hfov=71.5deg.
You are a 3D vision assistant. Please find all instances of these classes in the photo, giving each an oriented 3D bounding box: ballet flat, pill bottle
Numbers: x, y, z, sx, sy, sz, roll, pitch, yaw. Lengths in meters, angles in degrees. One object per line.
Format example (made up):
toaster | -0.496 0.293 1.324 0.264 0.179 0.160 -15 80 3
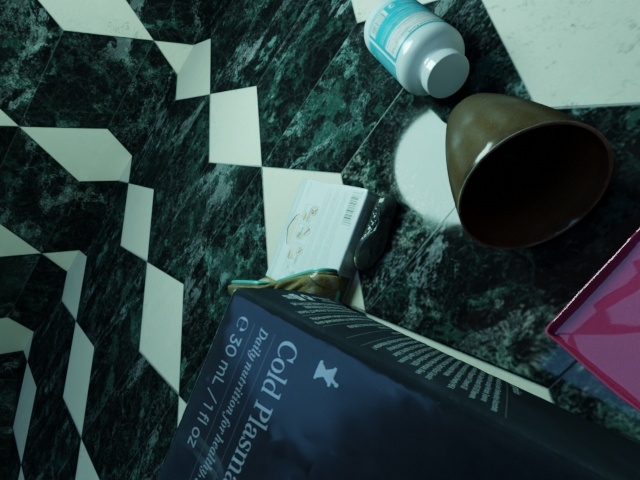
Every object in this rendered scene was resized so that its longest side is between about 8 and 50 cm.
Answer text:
ballet flat | 0.120 -0.016 0.946 0.049 0.058 0.173 -80 13 -90
ballet flat | -0.091 0.138 0.973 0.343 0.116 0.124 -10 74 39
pill bottle | 0.205 -0.406 0.941 0.146 0.146 0.264 -46 46 24

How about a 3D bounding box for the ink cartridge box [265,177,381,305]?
ink cartridge box | 0.000 0.000 1.048 0.239 0.060 0.275 20 89 50

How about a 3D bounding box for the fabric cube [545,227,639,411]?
fabric cube | 0.428 0.097 0.394 0.254 0.258 0.259 -53 43 15

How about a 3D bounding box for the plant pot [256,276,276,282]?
plant pot | -0.160 0.205 1.151 0.236 0.032 0.236 -23 57 40

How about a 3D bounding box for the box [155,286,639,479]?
box | 0.062 0.367 0.527 0.472 0.297 0.479 22 90 23

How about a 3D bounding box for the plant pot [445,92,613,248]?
plant pot | 0.291 -0.141 0.712 0.215 0.215 0.230 -43 32 26
